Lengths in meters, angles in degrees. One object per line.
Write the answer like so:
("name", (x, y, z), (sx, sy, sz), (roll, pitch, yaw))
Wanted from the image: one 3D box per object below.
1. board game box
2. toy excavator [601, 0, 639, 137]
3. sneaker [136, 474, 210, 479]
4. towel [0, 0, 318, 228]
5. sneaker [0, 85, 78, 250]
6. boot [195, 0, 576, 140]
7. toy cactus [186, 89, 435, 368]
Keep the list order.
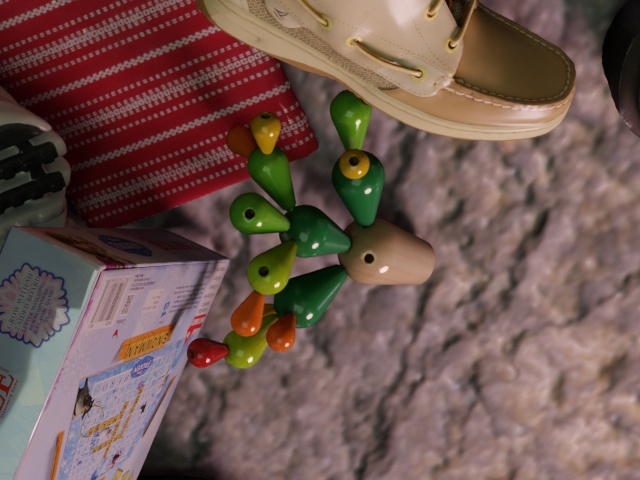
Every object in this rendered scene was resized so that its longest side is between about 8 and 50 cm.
("board game box", (-0.184, 0.146, 1.018), (0.066, 0.319, 0.318), (24, 93, 9))
("toy excavator", (0.412, -0.065, 0.945), (0.445, 0.222, 0.433), (2, 120, -2))
("sneaker", (-0.215, 0.350, 1.306), (0.447, 0.169, 0.257), (-36, 99, 16))
("towel", (-0.144, -0.148, 1.076), (0.199, 0.031, 0.275), (-20, 115, 16))
("sneaker", (-0.238, -0.011, 1.130), (0.110, 0.118, 0.292), (-21, 141, -23))
("boot", (0.070, -0.174, 0.923), (0.262, 0.095, 0.203), (23, 142, -8))
("toy cactus", (0.000, 0.000, 1.082), (0.180, 0.112, 0.219), (15, 96, -39))
